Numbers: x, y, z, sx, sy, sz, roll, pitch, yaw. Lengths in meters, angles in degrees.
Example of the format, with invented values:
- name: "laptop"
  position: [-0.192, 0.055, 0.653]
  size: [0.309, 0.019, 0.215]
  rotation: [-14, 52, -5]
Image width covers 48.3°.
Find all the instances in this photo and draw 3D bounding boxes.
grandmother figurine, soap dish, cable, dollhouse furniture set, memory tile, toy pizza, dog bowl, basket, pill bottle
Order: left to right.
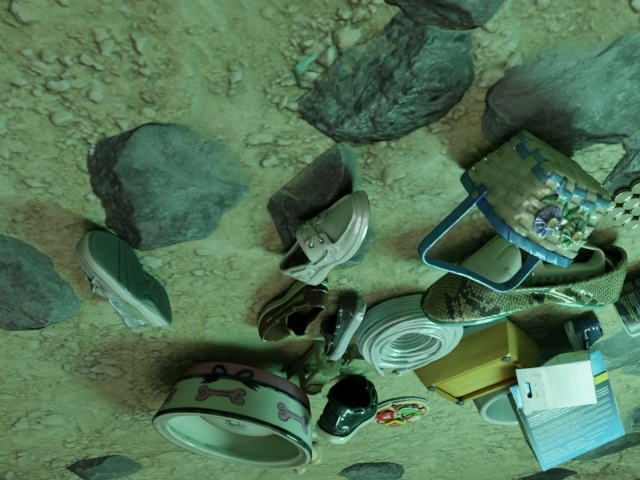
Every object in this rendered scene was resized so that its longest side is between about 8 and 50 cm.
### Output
- name: "dog bowl"
  position: [-0.206, 0.444, 1.809]
  size: [0.408, 0.150, 0.408]
  rotation: [9, 148, 6]
- name: "grandmother figurine"
  position: [-0.115, 0.633, 2.225]
  size: [0.208, 0.104, 0.342]
  rotation: [-38, 140, -6]
- name: "dollhouse furniture set"
  position: [0.024, 0.352, 1.847]
  size: [0.161, 0.101, 0.182]
  rotation: [10, 141, -24]
- name: "toy pizza"
  position: [0.248, 0.541, 2.221]
  size: [0.201, 0.032, 0.201]
  rotation: [-6, 144, -4]
- name: "cable"
  position: [0.213, 0.224, 1.724]
  size: [0.257, 0.089, 0.257]
  rotation: [-21, 142, 15]
- name: "soap dish"
  position: [0.411, 0.323, 1.877]
  size: [0.291, 0.118, 0.229]
  rotation: [-28, 141, 24]
- name: "basket"
  position: [0.345, -0.035, 1.290]
  size: [0.255, 0.201, 0.289]
  rotation: [17, 127, -33]
- name: "dog bowl"
  position: [0.608, 0.436, 2.095]
  size: [0.349, 0.102, 0.348]
  rotation: [-6, 145, -5]
- name: "memory tile"
  position: [0.647, -0.073, 1.467]
  size: [0.148, 0.012, 0.113]
  rotation: [25, 132, -38]
- name: "pill bottle"
  position: [0.824, 0.126, 1.682]
  size: [0.246, 0.130, 0.130]
  rotation: [-27, 141, 24]

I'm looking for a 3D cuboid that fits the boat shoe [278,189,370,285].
- name: "boat shoe"
  position: [0.000, 0.000, 1.354]
  size: [0.096, 0.098, 0.277]
  rotation: [9, 142, -25]

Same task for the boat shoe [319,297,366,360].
- name: "boat shoe"
  position: [0.037, 0.205, 1.674]
  size: [0.076, 0.080, 0.228]
  rotation: [18, 143, -6]

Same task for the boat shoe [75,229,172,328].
- name: "boat shoe"
  position: [-0.391, 0.091, 1.385]
  size: [0.103, 0.118, 0.320]
  rotation: [-17, 151, 4]

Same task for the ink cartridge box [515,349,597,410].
- name: "ink cartridge box"
  position: [0.588, 0.353, 1.784]
  size: [0.179, 0.045, 0.145]
  rotation: [-10, 118, 17]

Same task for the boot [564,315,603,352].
- name: "boot"
  position: [0.715, 0.264, 1.902]
  size: [0.086, 0.069, 0.190]
  rotation: [-17, 144, 22]

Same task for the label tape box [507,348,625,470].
- name: "label tape box"
  position: [0.646, 0.430, 1.912]
  size: [0.249, 0.115, 0.347]
  rotation: [-26, 120, 4]

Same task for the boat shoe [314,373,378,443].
- name: "boat shoe"
  position: [0.083, 0.405, 1.850]
  size: [0.340, 0.127, 0.113]
  rotation: [-16, 126, -64]

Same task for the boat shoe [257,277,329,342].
- name: "boat shoe"
  position: [-0.067, 0.175, 1.585]
  size: [0.095, 0.095, 0.257]
  rotation: [12, 140, -26]

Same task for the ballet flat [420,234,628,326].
- name: "ballet flat"
  position: [0.444, 0.064, 1.522]
  size: [0.483, 0.164, 0.182]
  rotation: [-3, 123, -17]
